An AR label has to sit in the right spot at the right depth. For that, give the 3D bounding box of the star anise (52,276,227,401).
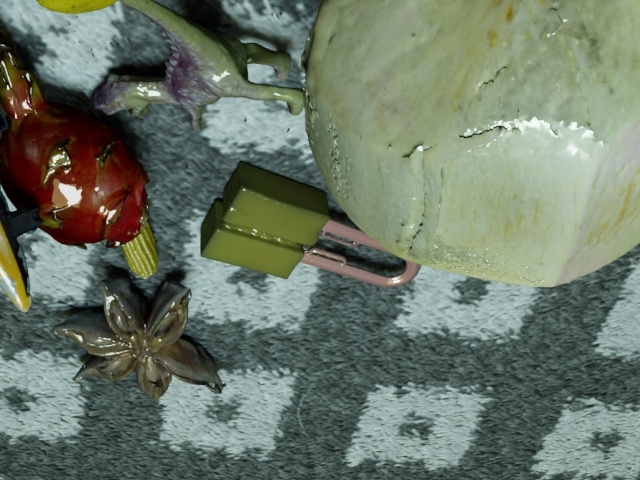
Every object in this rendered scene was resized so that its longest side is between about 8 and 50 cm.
[{"bbox_3d":[-0.206,0.107,1.340,0.171,0.063,0.208,-6,137,7],"label":"star anise"}]

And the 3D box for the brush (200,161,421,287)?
[{"bbox_3d":[0.000,0.000,1.262,0.233,0.047,0.103,17,130,-22],"label":"brush"}]

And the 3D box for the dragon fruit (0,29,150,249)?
[{"bbox_3d":[-0.249,-0.094,1.111,0.125,0.125,0.246,-28,121,-2],"label":"dragon fruit"}]

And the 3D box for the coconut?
[{"bbox_3d":[0.155,-0.126,0.974,0.352,0.353,0.353,-2,134,-2],"label":"coconut"}]

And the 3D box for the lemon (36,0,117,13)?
[{"bbox_3d":[-0.202,-0.229,1.002,0.110,0.082,0.082,-13,133,7],"label":"lemon"}]

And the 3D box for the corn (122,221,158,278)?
[{"bbox_3d":[-0.191,0.001,1.252,0.037,0.037,0.092,-7,133,2],"label":"corn"}]

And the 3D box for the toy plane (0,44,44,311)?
[{"bbox_3d":[-0.306,-0.091,1.028,0.204,0.103,0.316,-17,108,34],"label":"toy plane"}]

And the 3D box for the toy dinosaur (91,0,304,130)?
[{"bbox_3d":[-0.112,-0.154,1.043,0.199,0.072,0.251,6,171,-11],"label":"toy dinosaur"}]
